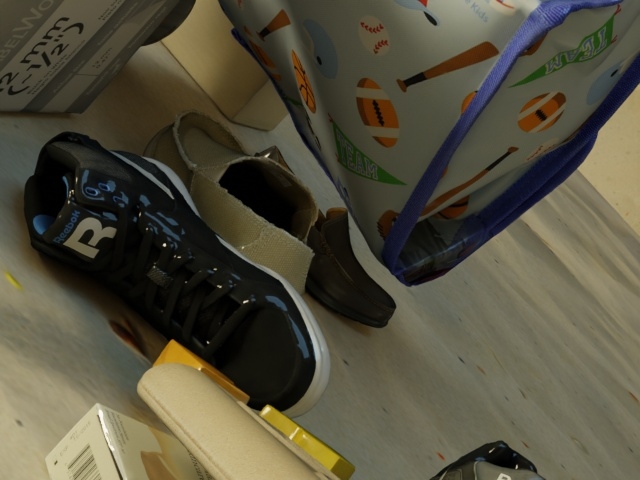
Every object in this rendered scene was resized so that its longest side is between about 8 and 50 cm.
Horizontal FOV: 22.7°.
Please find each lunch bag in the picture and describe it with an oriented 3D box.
[{"bbox_3d":[0.072,-0.188,1.197,0.239,0.385,0.328,-20,67,-32],"label":"lunch bag"}]

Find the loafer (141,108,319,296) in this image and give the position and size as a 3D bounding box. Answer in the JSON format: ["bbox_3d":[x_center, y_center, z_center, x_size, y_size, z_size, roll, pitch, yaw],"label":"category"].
[{"bbox_3d":[-0.053,-0.019,1.072,0.102,0.092,0.268,35,17,-29],"label":"loafer"}]

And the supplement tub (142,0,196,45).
[{"bbox_3d":[-0.178,-0.213,1.216,0.117,0.117,0.190,48,16,14],"label":"supplement tub"}]

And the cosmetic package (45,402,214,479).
[{"bbox_3d":[-0.067,0.126,0.744,0.115,0.041,0.060,31,20,-41],"label":"cosmetic package"}]

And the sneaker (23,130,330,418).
[{"bbox_3d":[-0.097,0.021,0.903,0.217,0.079,0.121,44,16,34],"label":"sneaker"}]

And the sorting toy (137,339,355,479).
[{"bbox_3d":[0.017,0.134,0.728,0.229,0.041,0.307,36,-4,-21],"label":"sorting toy"}]

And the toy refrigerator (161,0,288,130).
[{"bbox_3d":[-0.110,-0.232,1.477,0.269,0.102,0.094,49,16,18],"label":"toy refrigerator"}]

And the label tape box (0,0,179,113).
[{"bbox_3d":[-0.171,-0.195,0.930,0.115,0.249,0.347,46,15,7],"label":"label tape box"}]

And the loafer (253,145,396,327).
[{"bbox_3d":[0.000,0.000,1.216,0.170,0.061,0.062,41,14,-16],"label":"loafer"}]

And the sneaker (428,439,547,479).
[{"bbox_3d":[0.085,0.175,0.885,0.078,0.106,0.234,41,15,-7],"label":"sneaker"}]
